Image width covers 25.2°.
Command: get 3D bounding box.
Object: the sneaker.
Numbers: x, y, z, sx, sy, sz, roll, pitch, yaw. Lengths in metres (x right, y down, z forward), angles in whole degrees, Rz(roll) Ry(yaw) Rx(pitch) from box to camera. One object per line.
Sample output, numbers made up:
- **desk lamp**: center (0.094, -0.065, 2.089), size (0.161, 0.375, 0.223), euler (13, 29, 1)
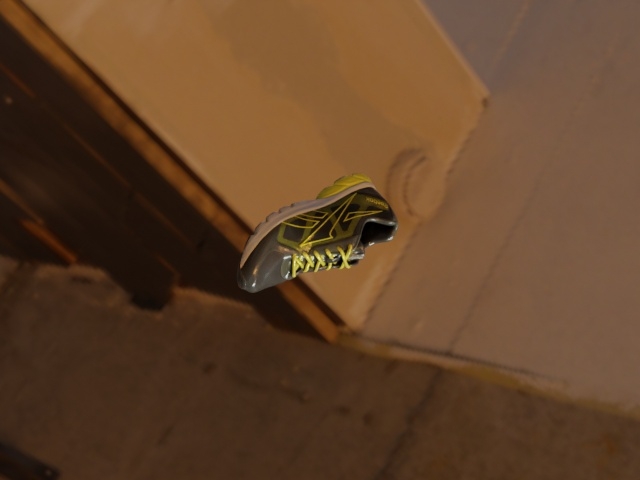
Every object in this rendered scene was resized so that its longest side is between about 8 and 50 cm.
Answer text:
- **sneaker**: center (0.000, 0.000, 0.636), size (0.083, 0.031, 0.035), euler (-35, -121, -24)
